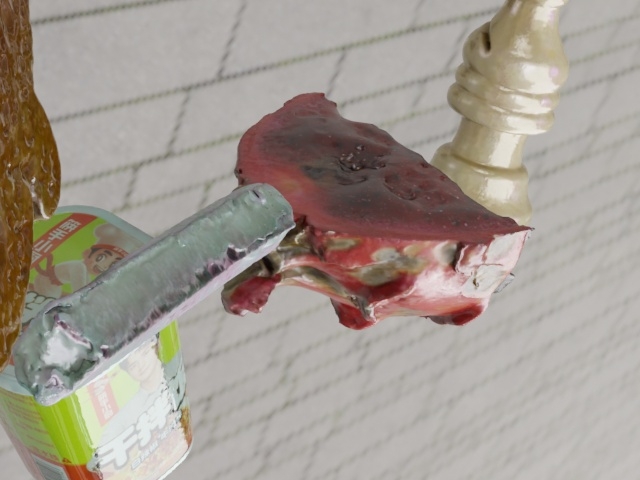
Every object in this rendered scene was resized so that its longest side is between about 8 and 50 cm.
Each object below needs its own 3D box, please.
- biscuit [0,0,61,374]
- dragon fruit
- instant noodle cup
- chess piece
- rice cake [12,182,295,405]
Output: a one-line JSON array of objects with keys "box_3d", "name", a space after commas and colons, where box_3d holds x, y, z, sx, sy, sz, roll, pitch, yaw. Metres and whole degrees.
[{"box_3d": [-0.253, -0.085, 0.972, 0.314, 0.063, 0.368, 41, 45, -71], "name": "biscuit"}, {"box_3d": [0.000, 0.000, 1.194, 0.211, 0.262, 0.134, -9, 123, -34], "name": "dragon fruit"}, {"box_3d": [-0.296, 0.164, 1.915, 0.294, 0.294, 0.308, -38, 141, -28], "name": "instant noodle cup"}, {"box_3d": [0.195, -0.144, 1.613, 0.124, 0.138, 0.307, -57, 166, -66], "name": "chess piece"}, {"box_3d": [-0.063, 0.015, 0.632, 0.033, 0.033, 0.207, -42, 178, 27], "name": "rice cake"}]
